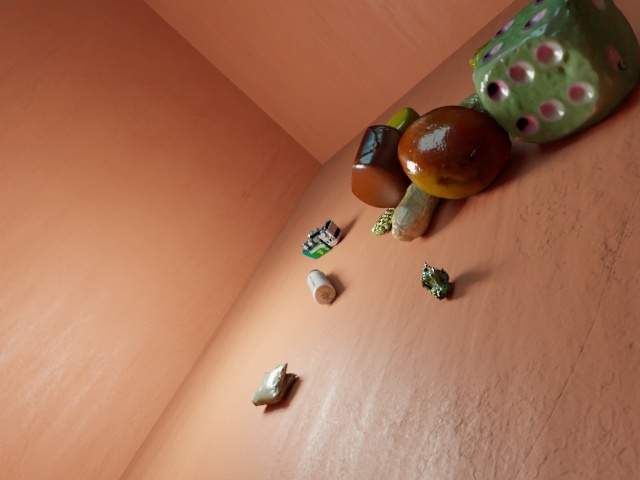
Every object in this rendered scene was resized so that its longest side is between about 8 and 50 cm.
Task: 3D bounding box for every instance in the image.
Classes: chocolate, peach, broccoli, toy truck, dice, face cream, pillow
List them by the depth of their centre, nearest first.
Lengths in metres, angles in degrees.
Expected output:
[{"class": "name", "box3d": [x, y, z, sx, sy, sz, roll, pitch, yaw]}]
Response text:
[{"class": "broccoli", "box3d": [0.310, 0.109, 1.341, 0.095, 0.092, 0.097, 2, 60, 40]}, {"class": "dice", "box3d": [0.651, -0.483, 1.381, 0.322, 0.318, 0.330, -31, 22, 54]}, {"class": "peach", "box3d": [0.430, -0.282, 1.597, 0.373, 0.372, 0.290, -105, 25, -73]}, {"class": "chocolate", "box3d": [0.345, -0.119, 1.753, 0.134, 0.134, 0.309, -28, 23, 55]}, {"class": "pillow", "box3d": [-0.172, 0.517, 1.758, 0.181, 0.078, 0.134, -35, 20, 48]}, {"class": "face cream", "box3d": [-0.006, 0.184, 2.105, 0.092, 0.092, 0.311, -48, 13, 3]}, {"class": "toy truck", "box3d": [0.000, 0.000, 2.502, 0.253, 0.124, 0.114, -32, 22, 45]}]

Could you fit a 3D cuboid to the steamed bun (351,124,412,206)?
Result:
[{"class": "steamed bun", "box3d": [0.262, -0.268, 1.928, 0.379, 0.248, 0.235, 83, -152, -73]}]

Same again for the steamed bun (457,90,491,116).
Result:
[{"class": "steamed bun", "box3d": [0.621, -0.477, 1.823, 0.247, 0.189, 0.428, -23, -5, -40]}]

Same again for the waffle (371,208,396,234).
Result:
[{"class": "waffle", "box3d": [0.282, -0.095, 2.070, 0.183, 0.036, 0.169, -50, 12, -6]}]

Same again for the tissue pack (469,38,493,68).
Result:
[{"class": "tissue pack", "box3d": [0.754, -0.727, 1.974, 0.134, 0.192, 0.271, -53, 13, -19]}]

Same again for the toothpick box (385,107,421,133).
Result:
[{"class": "toothpick box", "box3d": [0.398, -0.397, 2.040, 0.175, 0.271, 0.175, -44, 21, 21]}]
